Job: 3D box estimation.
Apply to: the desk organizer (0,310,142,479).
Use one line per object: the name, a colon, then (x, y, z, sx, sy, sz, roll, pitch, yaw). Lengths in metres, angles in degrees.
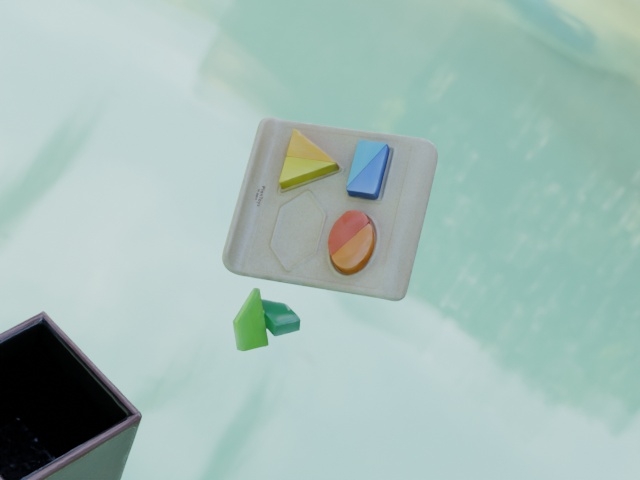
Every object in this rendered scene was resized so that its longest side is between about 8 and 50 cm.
desk organizer: (-0.110, 0.073, 0.375, 0.047, 0.050, 0.130, 43, 48, 20)

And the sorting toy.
sorting toy: (0.000, 0.000, 0.482, 0.062, 0.083, 0.012, 10, -20, 12)
